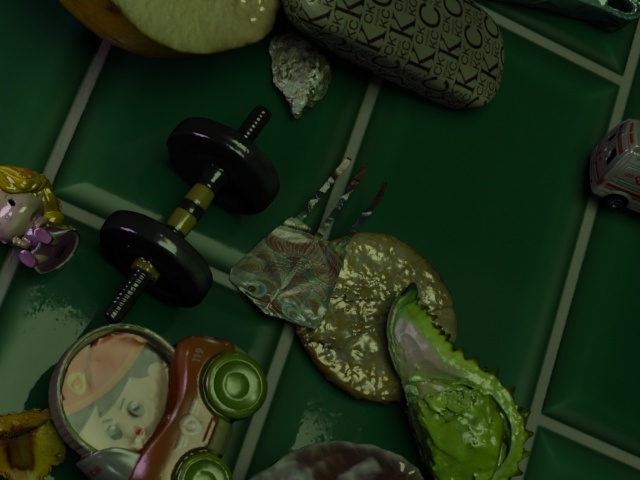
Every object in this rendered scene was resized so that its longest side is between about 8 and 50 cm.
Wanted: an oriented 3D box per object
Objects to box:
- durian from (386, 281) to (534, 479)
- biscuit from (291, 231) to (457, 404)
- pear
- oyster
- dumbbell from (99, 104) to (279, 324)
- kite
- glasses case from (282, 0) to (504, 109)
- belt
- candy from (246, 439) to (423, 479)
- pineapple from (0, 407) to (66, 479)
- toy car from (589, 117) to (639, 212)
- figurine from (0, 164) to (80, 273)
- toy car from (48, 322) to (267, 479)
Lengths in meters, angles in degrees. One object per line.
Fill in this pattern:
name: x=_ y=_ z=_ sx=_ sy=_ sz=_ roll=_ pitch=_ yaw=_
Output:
durian: x=0.173 y=0.225 z=1.926 sx=0.132 sy=0.106 sz=0.375 roll=-21 pitch=88 yaw=-25
biscuit: x=0.068 y=0.092 z=1.980 sx=0.220 sy=0.033 sz=0.219 roll=7 pitch=72 yaw=-20
pear: x=-0.223 y=-0.371 z=1.905 sx=0.386 sy=0.191 sz=0.340 roll=37 pitch=58 yaw=-37
oyster: x=-0.026 y=-0.217 z=2.037 sx=0.098 sy=0.037 sz=0.100 roll=-39 pitch=90 yaw=-27
dumbbell: x=-0.150 y=-0.033 z=1.873 sx=0.143 sy=0.143 sz=0.325 roll=37 pitch=64 yaw=-7
kite: x=0.000 y=0.001 z=1.966 sx=0.127 sy=0.016 sz=0.229 roll=36 pitch=71 yaw=8
glasses case: x=0.097 y=-0.273 z=2.029 sx=0.355 sy=0.085 sz=0.137 roll=23 pitch=69 yaw=-37
belt: x=0.300 y=-0.352 z=2.187 sx=0.302 sy=0.072 sz=0.087 roll=11 pitch=72 yaw=-18
candy: x=-0.013 y=0.347 z=1.801 sx=0.289 sy=0.157 sz=0.214 roll=-31 pitch=82 yaw=-21
pineapple: x=-0.319 y=0.239 z=1.766 sx=0.114 sy=0.077 sz=0.114 roll=-11 pitch=91 yaw=-20
toy car: x=0.460 y=-0.080 z=2.133 sx=0.210 sy=0.108 sz=0.089 roll=22 pitch=48 yaw=-15
figurine: x=-0.336 y=-0.037 z=1.846 sx=0.156 sy=0.115 sz=0.095 roll=40 pitch=97 yaw=15
toy car: x=-0.194 y=0.193 z=1.782 sx=0.235 sy=0.145 sz=0.235 roll=6 pitch=74 yaw=-20
